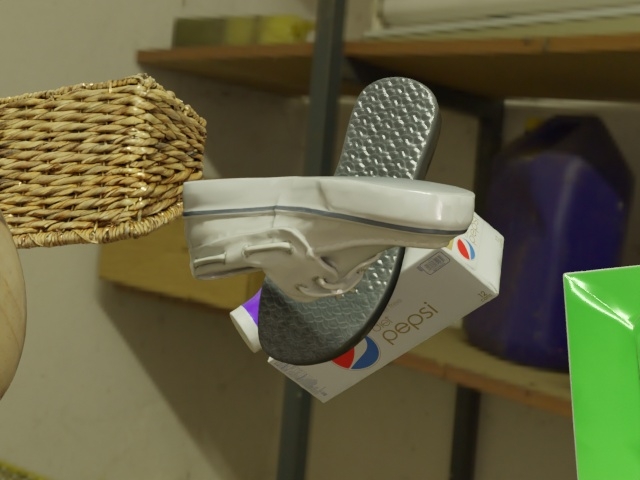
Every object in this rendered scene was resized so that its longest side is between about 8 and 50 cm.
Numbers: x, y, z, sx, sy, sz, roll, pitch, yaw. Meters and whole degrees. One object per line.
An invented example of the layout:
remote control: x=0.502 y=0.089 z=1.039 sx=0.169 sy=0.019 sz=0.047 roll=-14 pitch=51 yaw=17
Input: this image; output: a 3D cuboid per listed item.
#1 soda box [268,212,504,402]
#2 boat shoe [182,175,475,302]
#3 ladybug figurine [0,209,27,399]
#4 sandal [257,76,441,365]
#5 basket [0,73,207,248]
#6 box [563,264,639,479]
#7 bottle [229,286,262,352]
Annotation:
soda box: x=0.053 y=0.052 z=0.983 sx=0.069 sy=0.074 sz=0.216 roll=39 pitch=-52 yaw=-19
boat shoe: x=0.000 y=0.000 z=0.775 sx=0.095 sy=0.084 sz=0.258 roll=0 pitch=2 yaw=-38
ladybug figurine: x=-0.485 y=0.022 z=1.200 sx=0.305 sy=0.449 sz=0.162 roll=-33 pitch=26 yaw=-20
sandal: x=0.035 y=-0.009 z=0.926 sx=0.097 sy=0.255 sz=0.054 roll=21 pitch=-17 yaw=22
basket: x=-0.309 y=-0.065 z=1.540 sx=0.299 sy=0.223 sz=0.213 roll=-6 pitch=-19 yaw=21
box: x=0.309 y=0.186 z=1.103 sx=0.126 sy=0.262 sz=0.231 roll=-7 pitch=-27 yaw=17
bottle: x=0.009 y=0.055 z=1.620 sx=0.282 sy=0.092 sz=0.118 roll=-32 pitch=26 yaw=-12
